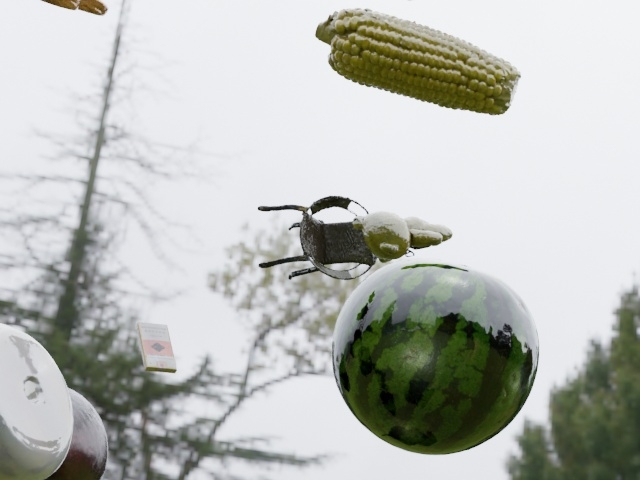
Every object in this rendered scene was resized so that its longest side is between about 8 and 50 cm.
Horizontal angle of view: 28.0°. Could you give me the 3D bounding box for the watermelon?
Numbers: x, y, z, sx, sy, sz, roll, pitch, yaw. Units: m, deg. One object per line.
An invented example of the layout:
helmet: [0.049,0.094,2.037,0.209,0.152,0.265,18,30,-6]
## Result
watermelon: [0.159,0.158,1.785,0.285,0.285,0.285,7,-22,3]

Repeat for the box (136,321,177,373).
box: [-0.229,0.149,1.793,0.046,0.083,0.012,9,-50,-27]

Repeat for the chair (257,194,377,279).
chair: [0.000,0.000,2.563,0.213,0.174,0.149,-7,-17,18]

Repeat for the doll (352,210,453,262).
doll: [0.157,-0.002,2.396,0.209,0.097,0.137,0,24,-43]

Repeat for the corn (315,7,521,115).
corn: [0.157,-0.295,2.126,0.346,0.130,0.130,20,-20,8]

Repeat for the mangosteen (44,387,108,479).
mangosteen: [-0.531,0.367,2.261,0.297,0.293,0.297,-29,-22,-13]

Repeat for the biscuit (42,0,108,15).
biscuit: [-0.518,-0.444,2.113,0.324,0.049,0.205,20,11,14]

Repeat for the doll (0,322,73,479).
doll: [-0.444,0.238,1.663,0.221,0.251,0.221,-15,-16,-5]
